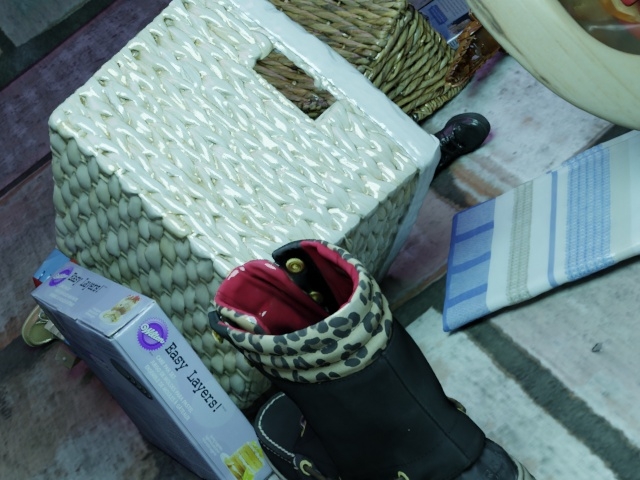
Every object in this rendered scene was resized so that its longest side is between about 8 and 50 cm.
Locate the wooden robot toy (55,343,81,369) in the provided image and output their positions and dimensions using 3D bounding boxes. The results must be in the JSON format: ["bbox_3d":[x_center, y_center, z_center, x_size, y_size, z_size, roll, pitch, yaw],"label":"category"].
[{"bbox_3d":[-0.311,0.127,2.063,0.173,0.076,0.079,-70,6,-49],"label":"wooden robot toy"}]

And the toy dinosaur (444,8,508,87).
[{"bbox_3d":[0.273,-0.307,1.998,0.218,0.164,0.321,-22,44,59],"label":"toy dinosaur"}]

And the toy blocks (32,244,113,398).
[{"bbox_3d":[-0.234,0.065,1.925,0.381,0.191,0.261,25,74,47],"label":"toy blocks"}]

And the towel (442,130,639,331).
[{"bbox_3d":[0.260,-0.016,1.597,0.285,0.034,0.209,-25,29,26],"label":"towel"}]

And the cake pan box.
[{"bbox_3d":[-0.186,0.148,1.633,0.070,0.245,0.267,-41,24,-18],"label":"cake pan box"}]

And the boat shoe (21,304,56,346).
[{"bbox_3d":[-0.361,0.100,2.157,0.153,0.056,0.048,-34,20,-11],"label":"boat shoe"}]

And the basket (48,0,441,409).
[{"bbox_3d":[-0.096,-0.047,1.615,0.266,0.328,0.331,-44,-12,-24],"label":"basket"}]

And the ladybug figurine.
[{"bbox_3d":[0.277,-0.301,1.461,0.305,0.449,0.162,-37,-1,5],"label":"ladybug figurine"}]

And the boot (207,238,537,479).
[{"bbox_3d":[0.005,0.131,1.370,0.138,0.284,0.377,-45,28,-16],"label":"boot"}]

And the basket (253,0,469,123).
[{"bbox_3d":[0.015,-0.237,2.052,0.299,0.223,0.213,29,87,37],"label":"basket"}]

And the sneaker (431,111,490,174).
[{"bbox_3d":[0.133,-0.098,1.879,0.170,0.051,0.089,-20,30,41],"label":"sneaker"}]

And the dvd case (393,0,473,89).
[{"bbox_3d":[0.193,-0.327,2.221,0.253,0.022,0.180,-34,25,7],"label":"dvd case"}]

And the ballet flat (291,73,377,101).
[{"bbox_3d":[-0.004,-0.209,2.201,0.232,0.080,0.073,-37,44,18],"label":"ballet flat"}]
